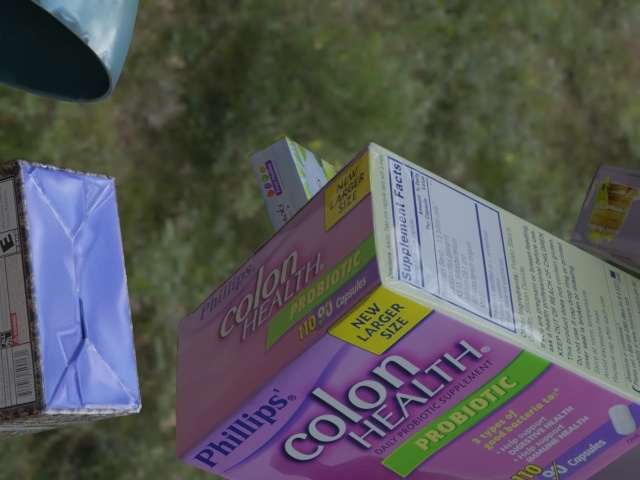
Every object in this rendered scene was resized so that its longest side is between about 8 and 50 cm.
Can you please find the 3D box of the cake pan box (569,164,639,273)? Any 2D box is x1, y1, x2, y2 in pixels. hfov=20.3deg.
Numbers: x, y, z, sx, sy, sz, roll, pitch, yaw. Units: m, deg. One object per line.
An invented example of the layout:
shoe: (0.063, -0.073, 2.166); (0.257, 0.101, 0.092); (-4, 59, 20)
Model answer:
cake pan box: (0.344, 0.032, 1.219); (0.267, 0.245, 0.070); (22, 90, -33)

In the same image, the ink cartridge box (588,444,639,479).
ink cartridge box: (0.299, 0.262, 1.313); (0.197, 0.198, 0.270); (-56, 135, -11)

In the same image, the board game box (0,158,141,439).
board game box: (-0.336, 0.073, 1.690); (0.141, 0.291, 0.232); (9, 72, -57)

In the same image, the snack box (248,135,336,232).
snack box: (0.000, 0.000, 1.352); (0.100, 0.037, 0.141); (25, 42, -65)

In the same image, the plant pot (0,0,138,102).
plant pot: (-0.270, -0.274, 1.544); (0.195, 0.290, 0.290); (-66, 157, -15)

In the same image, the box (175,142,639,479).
box: (0.064, 0.084, 1.164); (0.243, 0.213, 0.117); (26, 41, -28)
